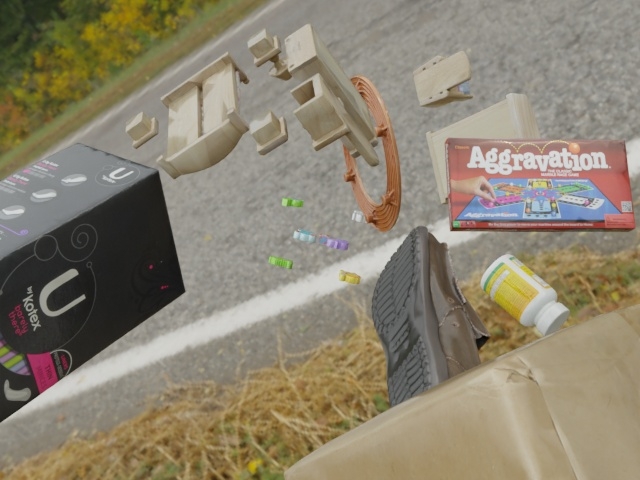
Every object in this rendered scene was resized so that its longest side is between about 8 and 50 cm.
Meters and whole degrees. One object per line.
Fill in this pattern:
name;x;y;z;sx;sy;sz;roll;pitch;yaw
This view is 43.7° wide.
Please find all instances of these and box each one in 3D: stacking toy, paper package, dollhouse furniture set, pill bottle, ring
stacking toy;0.000;0.000;1.864;0.052;0.221;0.166;-69;-9;-77
paper package;0.145;0.245;0.553;0.168;0.309;0.325;-9;-22;-29
dollhouse furniture set;0.369;-0.207;1.477;0.304;0.286;0.198;-4;-11;-41
pill bottle;0.510;0.139;1.983;0.117;0.117;0.208;-43;59;-5
ring;0.094;-0.180;1.694;0.032;0.336;0.336;-13;20;-15
dollhouse furniture set;-0.110;-0.134;1.189;0.356;0.174;0.303;-30;36;16

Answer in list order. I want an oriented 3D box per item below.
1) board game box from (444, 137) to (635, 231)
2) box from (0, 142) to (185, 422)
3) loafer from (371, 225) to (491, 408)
board game box;0.334;-0.085;1.220;0.027;0.282;0.145;107;162;-74
box;-0.292;0.036;0.818;0.143;0.165;0.270;19;41;33
loafer;0.159;0.128;1.111;0.133;0.130;0.365;-54;22;36
